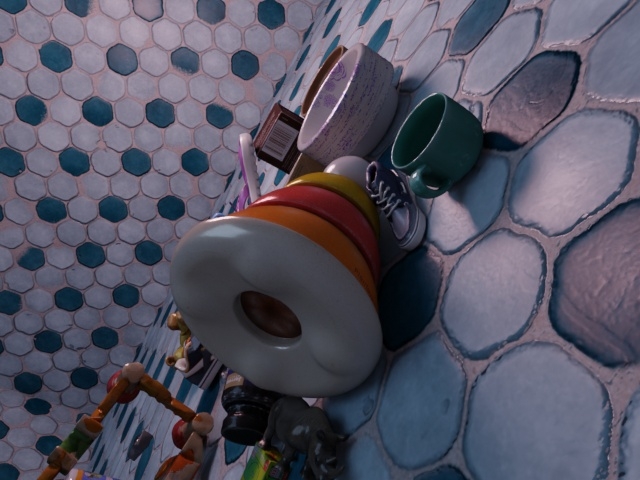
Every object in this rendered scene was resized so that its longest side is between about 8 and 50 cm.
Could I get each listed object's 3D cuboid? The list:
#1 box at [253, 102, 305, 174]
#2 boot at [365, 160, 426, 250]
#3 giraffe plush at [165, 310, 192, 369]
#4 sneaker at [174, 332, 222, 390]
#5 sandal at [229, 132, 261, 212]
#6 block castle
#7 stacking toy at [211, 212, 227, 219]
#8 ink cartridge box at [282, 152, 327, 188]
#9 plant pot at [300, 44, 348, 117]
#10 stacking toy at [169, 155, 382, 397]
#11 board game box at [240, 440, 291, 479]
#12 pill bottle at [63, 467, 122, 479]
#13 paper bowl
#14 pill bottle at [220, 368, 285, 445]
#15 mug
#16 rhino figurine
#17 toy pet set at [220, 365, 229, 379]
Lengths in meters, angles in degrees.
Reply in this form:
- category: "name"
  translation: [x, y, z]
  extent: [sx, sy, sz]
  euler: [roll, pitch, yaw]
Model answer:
- category: "box"
  translation: [-0.110, -0.333, 1.641]
  extent: [0.169, 0.166, 0.203]
  euler: [-58, 20, 16]
- category: "boot"
  translation: [0.120, -0.062, 0.847]
  extent: [0.069, 0.086, 0.190]
  euler: [-51, 23, 30]
- category: "giraffe plush"
  translation: [-0.432, 0.343, 1.632]
  extent: [0.210, 0.181, 0.171]
  euler: [134, 148, -59]
- category: "sneaker"
  translation: [-0.310, 0.283, 1.415]
  extent: [0.321, 0.127, 0.126]
  euler: [-57, 8, 15]
- category: "sandal"
  translation: [-0.240, -0.131, 1.578]
  extent: [0.169, 0.102, 0.417]
  euler: [122, 141, -80]
- category: "block castle"
  translation: [-0.484, 0.547, 1.149]
  extent: [0.213, 0.303, 0.453]
  euler: [-46, 9, 48]
- category: "stacking toy"
  translation: [-0.299, 0.033, 1.732]
  extent: [0.166, 0.175, 0.301]
  euler: [-58, 33, -2]
- category: "ink cartridge box"
  translation: [-0.072, -0.104, 1.328]
  extent: [0.235, 0.088, 0.193]
  euler: [-65, 9, -4]
- category: "plant pot"
  translation: [0.045, -0.457, 1.497]
  extent: [0.237, 0.109, 0.237]
  euler: [-51, 24, 33]
- category: "stacking toy"
  translation: [0.000, 0.000, 0.888]
  extent: [0.350, 0.350, 0.480]
  euler: [-44, 9, 43]
- category: "board game box"
  translation: [-0.119, 0.458, 0.856]
  extent: [0.182, 0.043, 0.092]
  euler: [-66, 20, -9]
- category: "pill bottle"
  translation: [-0.538, 0.697, 1.267]
  extent: [0.152, 0.271, 0.152]
  euler: [-50, 24, 33]
- category: "paper bowl"
  translation: [0.074, -0.306, 1.177]
  extent: [0.284, 0.148, 0.284]
  euler: [-51, 24, 33]
- category: "pill bottle"
  translation: [-0.127, 0.282, 0.981]
  extent: [0.123, 0.122, 0.219]
  euler: [-45, 27, 42]
- category: "mug"
  translation: [0.182, -0.136, 0.769]
  extent: [0.158, 0.097, 0.129]
  euler: [-63, 20, 3]
- category: "rhino figurine"
  translation: [-0.024, 0.309, 0.767]
  extent: [0.243, 0.073, 0.107]
  euler: [-7, 61, 65]
- category: "toy pet set"
  translation: [-0.225, 0.301, 1.288]
  extent: [0.122, 0.065, 0.114]
  euler: [-52, 23, 28]
